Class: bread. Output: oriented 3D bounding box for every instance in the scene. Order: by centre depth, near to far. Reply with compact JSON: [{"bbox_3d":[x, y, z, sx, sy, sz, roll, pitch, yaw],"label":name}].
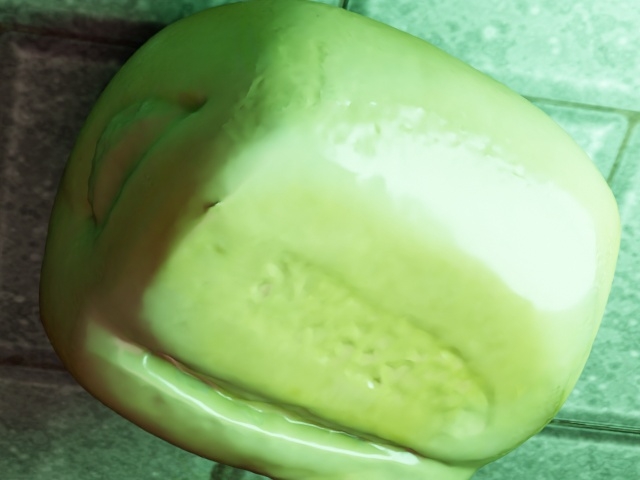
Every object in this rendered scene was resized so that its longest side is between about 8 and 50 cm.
[{"bbox_3d":[0.000,0.000,1.385,0.376,0.253,0.348,21,124,-23],"label":"bread"}]
